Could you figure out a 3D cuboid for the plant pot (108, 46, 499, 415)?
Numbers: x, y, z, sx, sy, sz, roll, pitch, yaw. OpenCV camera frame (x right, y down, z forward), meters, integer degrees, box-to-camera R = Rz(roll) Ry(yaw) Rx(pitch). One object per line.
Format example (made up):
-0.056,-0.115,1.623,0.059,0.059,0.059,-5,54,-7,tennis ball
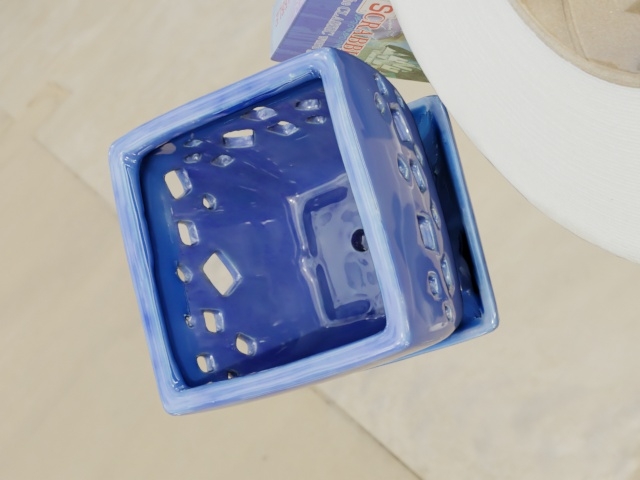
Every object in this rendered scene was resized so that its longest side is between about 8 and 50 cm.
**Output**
0.000,0.000,1.097,0.236,0.212,0.236,-21,77,33,plant pot

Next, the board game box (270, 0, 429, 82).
0.142,-0.230,1.254,0.319,0.318,0.066,135,139,-69,board game box

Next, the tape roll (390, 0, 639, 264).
0.150,-0.173,0.583,0.072,0.392,0.392,-20,9,-29,tape roll
